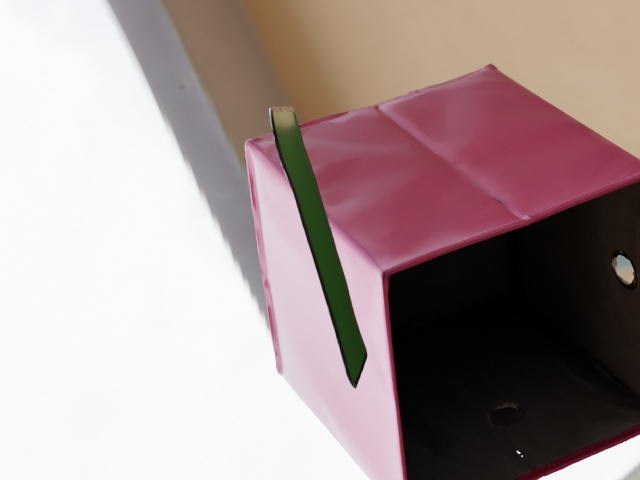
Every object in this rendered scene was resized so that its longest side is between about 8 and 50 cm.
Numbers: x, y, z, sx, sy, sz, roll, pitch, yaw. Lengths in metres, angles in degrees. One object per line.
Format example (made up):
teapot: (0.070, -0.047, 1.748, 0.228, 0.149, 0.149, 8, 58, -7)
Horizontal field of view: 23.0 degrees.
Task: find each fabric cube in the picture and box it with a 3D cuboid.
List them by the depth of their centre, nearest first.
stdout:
fabric cube: (0.114, 0.037, 1.324, 0.259, 0.258, 0.254, -19, -58, -18)

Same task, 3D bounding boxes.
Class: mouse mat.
mouse mat: (0.000, 0.000, 1.063, 0.007, 0.152, 0.189, -17, -87, 6)
